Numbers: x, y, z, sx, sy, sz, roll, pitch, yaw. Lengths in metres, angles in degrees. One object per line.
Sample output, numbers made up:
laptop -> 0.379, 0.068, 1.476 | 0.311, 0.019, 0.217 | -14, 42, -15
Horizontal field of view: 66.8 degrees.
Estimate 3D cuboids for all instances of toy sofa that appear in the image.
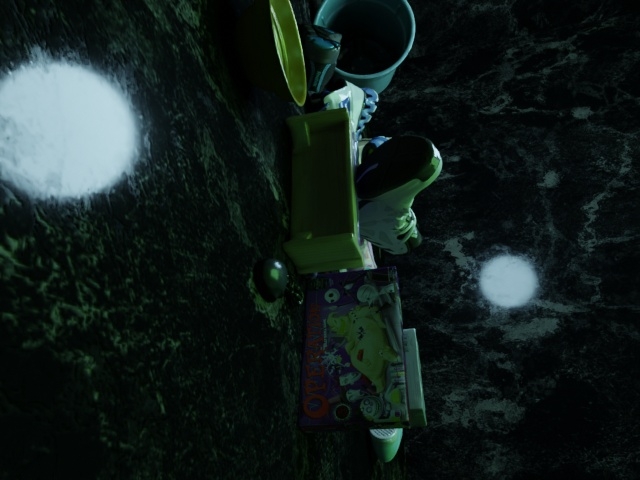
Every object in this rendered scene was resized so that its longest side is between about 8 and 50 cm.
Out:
toy sofa -> 0.014, -0.103, 1.088 | 0.177, 0.150, 0.362 | 61, 24, -57

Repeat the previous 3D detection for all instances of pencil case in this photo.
pencil case -> 0.102, -0.023, 1.516 | 0.124, 0.124, 0.283 | -56, 137, -73

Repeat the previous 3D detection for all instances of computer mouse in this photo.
computer mouse -> -0.060, 0.083, 0.885 | 0.242, 0.041, 0.071 | 49, 35, -70

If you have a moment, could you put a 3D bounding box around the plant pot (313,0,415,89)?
plant pot -> 0.155, -0.699, 1.782 | 0.334, 0.342, 0.340 | 29, 54, -86

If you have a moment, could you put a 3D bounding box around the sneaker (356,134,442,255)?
sneaker -> 0.201, -0.096, 1.208 | 0.448, 0.258, 0.169 | -20, -138, 62

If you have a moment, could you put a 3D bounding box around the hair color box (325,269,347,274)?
hair color box -> 0.049, 0.101, 1.385 | 0.141, 0.043, 0.071 | 66, 20, -57

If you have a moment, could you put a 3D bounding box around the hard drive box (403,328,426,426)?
hard drive box -> 0.095, 0.292, 1.020 | 0.089, 0.233, 0.181 | 70, 18, -48

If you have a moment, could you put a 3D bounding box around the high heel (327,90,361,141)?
high heel -> 0.026, -0.439, 1.583 | 0.186, 0.093, 0.261 | 19, 37, -44

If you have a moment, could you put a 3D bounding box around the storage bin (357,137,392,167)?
storage bin -> 0.153, -0.204, 1.637 | 0.262, 0.123, 0.260 | -146, -137, -71

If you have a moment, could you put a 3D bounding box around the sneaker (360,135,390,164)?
sneaker -> 0.171, -0.135, 1.415 | 0.147, 0.130, 0.329 | -25, 104, -61

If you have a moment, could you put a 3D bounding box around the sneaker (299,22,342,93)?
sneaker -> -0.015, -0.531, 1.390 | 0.340, 0.125, 0.139 | -83, -172, -57

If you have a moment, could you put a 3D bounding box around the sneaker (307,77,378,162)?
sneaker -> 0.033, -0.334, 1.411 | 0.182, 0.128, 0.315 | 23, 81, -32

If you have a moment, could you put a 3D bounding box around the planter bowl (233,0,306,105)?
planter bowl -> -0.096, -0.340, 0.861 | 0.217, 0.091, 0.217 | -8, 90, -78

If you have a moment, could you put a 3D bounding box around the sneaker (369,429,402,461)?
sneaker -> 0.241, 0.651, 1.786 | 0.366, 0.135, 0.150 | -50, 140, -63

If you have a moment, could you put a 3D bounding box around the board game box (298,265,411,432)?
board game box -> 0.068, 0.213, 1.005 | 0.056, 0.208, 0.346 | 65, 20, -47
